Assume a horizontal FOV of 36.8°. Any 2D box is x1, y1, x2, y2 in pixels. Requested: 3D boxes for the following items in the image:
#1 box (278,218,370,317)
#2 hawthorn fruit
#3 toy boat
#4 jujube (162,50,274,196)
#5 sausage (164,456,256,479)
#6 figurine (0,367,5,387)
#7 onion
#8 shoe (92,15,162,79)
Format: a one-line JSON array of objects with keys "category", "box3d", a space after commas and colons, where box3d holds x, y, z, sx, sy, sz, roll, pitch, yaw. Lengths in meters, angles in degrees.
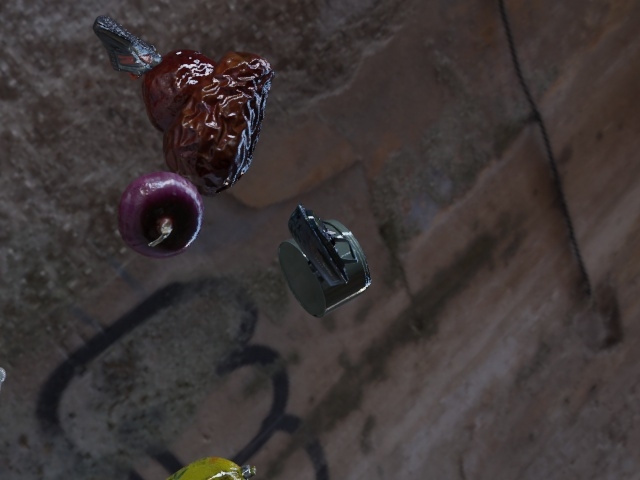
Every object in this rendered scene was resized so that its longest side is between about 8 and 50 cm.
[{"category": "box", "box3d": [0.008, 0.072, 2.554, 0.226, 0.149, 0.226, 46, -28, 33]}, {"category": "hawthorn fruit", "box3d": [-0.362, -0.394, 2.453, 0.266, 0.230, 0.210, 50, 0, 20]}, {"category": "toy boat", "box3d": [0.000, 0.000, 1.998, 0.246, 0.103, 0.093, 57, 9, -48]}, {"category": "jujube", "box3d": [-0.226, -0.276, 2.195, 0.216, 0.342, 0.216, 28, -10, 5]}, {"category": "sausage", "box3d": [-0.242, 0.446, 1.483, 0.123, 0.347, 0.123, 53, 4, -6]}, {"category": "figurine", "box3d": [-0.710, 0.373, 1.912, 0.127, 0.155, 0.236, -7, -98, 49]}, {"category": "onion", "box3d": [-0.316, -0.050, 1.907, 0.153, 0.177, 0.177, 1, -49, 50]}, {"category": "shoe", "box3d": [-0.388, -0.368, 1.875, 0.074, 0.077, 0.194, 47, 10, 23]}]
